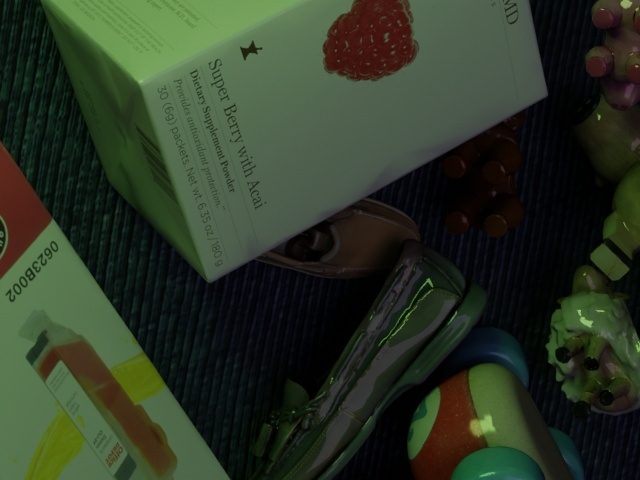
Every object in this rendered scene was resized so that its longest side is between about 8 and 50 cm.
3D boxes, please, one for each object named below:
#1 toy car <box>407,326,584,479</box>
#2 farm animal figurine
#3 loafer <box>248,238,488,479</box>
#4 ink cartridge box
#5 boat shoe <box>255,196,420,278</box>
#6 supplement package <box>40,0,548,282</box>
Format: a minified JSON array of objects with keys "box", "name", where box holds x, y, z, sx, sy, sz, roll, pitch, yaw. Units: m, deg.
[{"box":[0.085,0.225,1.530,0.238,0.219,0.210,-25,114,13],"name":"toy car"},{"box":[0.279,-0.055,1.502,0.330,0.172,0.326,-25,100,27],"name":"farm animal figurine"},{"box":[0.013,0.113,1.500,0.084,0.096,0.267,43,92,-10],"name":"loafer"},{"box":[-0.248,0.152,1.293,0.384,0.160,0.279,59,46,-24],"name":"ink cartridge box"},{"box":[0.000,0.000,1.478,0.190,0.072,0.068,3,100,-26],"name":"boat shoe"},{"box":[-0.015,-0.139,1.361,0.293,0.175,0.177,-30,128,-16],"name":"supplement package"}]
